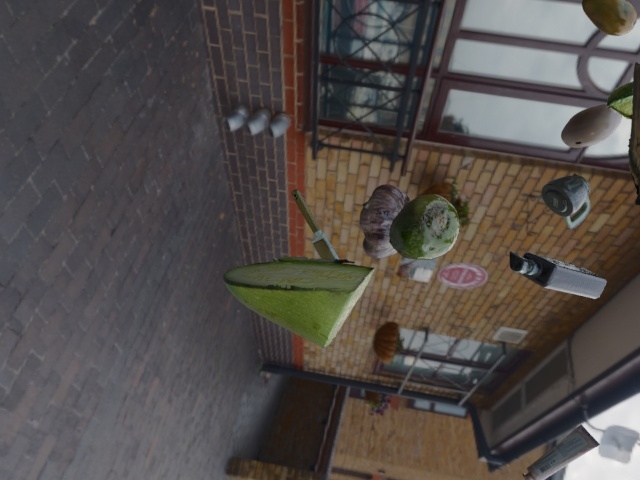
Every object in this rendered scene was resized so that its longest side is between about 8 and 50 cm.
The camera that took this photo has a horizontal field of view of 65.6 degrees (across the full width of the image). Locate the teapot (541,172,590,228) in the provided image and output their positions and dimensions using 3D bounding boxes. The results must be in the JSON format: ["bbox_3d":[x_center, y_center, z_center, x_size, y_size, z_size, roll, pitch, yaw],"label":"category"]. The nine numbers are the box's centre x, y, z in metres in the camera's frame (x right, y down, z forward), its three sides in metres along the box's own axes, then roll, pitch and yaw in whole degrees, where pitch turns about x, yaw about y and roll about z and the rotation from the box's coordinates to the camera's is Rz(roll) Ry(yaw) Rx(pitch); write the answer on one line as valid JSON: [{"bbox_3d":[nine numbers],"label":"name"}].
[{"bbox_3d":[0.715,-0.122,1.407,0.149,0.108,0.111,55,-9,8],"label":"teapot"}]

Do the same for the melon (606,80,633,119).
[{"bbox_3d":[0.918,-0.370,1.339,0.129,0.265,0.169,-52,-169,49],"label":"melon"}]

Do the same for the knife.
[{"bbox_3d":[-0.001,0.000,1.505,0.027,0.061,0.342,-35,96,-48],"label":"knife"}]

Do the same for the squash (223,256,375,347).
[{"bbox_3d":[-0.068,0.094,1.185,0.210,0.309,0.234,-64,168,23],"label":"squash"}]

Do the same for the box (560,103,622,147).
[{"bbox_3d":[0.890,-0.377,1.640,0.145,0.088,0.200,-53,-168,-6],"label":"box"}]

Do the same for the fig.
[{"bbox_3d":[0.256,-0.013,1.254,0.233,0.167,0.167,98,4,-54],"label":"fig"}]

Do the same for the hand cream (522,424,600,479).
[{"bbox_3d":[0.630,0.574,1.317,0.043,0.210,0.067,49,6,-34],"label":"hand cream"}]

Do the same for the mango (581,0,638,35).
[{"bbox_3d":[0.865,-0.679,1.486,0.089,0.163,0.111,-58,-171,-2],"label":"mango"}]

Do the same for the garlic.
[{"bbox_3d":[0.227,-0.055,1.613,0.245,0.161,0.244,-37,136,-46],"label":"garlic"}]

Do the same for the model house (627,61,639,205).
[{"bbox_3d":[0.658,-0.178,0.777,0.298,0.285,0.243,-55,134,-53],"label":"model house"}]

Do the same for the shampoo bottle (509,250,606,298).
[{"bbox_3d":[0.574,0.083,1.224,0.098,0.310,0.071,43,-64,53],"label":"shampoo bottle"}]
